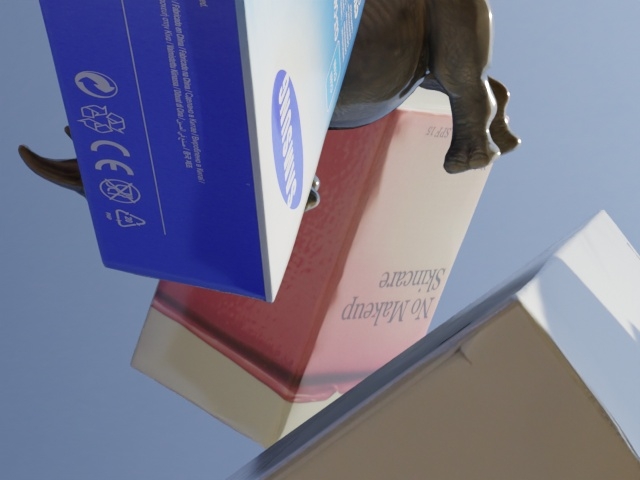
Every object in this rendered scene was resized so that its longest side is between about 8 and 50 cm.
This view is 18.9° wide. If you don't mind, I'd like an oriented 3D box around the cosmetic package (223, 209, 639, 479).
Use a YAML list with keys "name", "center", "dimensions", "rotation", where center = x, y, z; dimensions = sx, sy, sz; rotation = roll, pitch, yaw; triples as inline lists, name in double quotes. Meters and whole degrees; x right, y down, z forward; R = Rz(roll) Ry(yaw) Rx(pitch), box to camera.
- name: "cosmetic package"
  center: [-0.005, 0.115, 0.622]
  dimensions: [0.284, 0.377, 0.097]
  rotation: [-39, -94, 12]

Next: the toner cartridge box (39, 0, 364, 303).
- name: "toner cartridge box"
  center: [-0.037, -0.137, 0.649]
  dimensions: [0.075, 0.348, 0.165]
  rotation: [12, -120, 9]

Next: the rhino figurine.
- name: "rhino figurine"
  center: [-0.021, -0.066, 0.877]
  dimensions: [0.243, 0.073, 0.106]
  rotation: [-14, -84, -19]

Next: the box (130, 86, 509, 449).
- name: "box"
  center: [0.000, 0.000, 1.228]
  dimensions: [0.149, 0.127, 0.232]
  rotation: [-3, -64, -56]
